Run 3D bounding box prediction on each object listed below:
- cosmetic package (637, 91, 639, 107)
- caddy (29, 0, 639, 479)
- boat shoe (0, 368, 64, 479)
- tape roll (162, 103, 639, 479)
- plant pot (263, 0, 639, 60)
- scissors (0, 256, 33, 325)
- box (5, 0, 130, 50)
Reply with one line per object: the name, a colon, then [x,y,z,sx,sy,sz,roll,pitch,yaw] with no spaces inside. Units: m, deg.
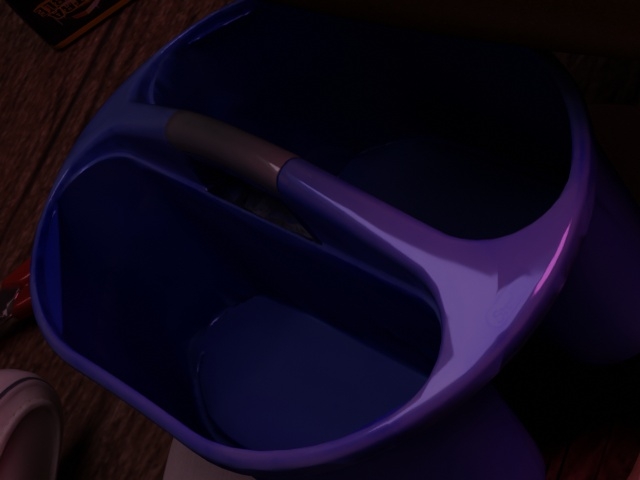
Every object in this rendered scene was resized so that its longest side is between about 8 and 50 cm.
cosmetic package: [0.265,-0.140,0.831,0.239,0.060,0.099,-34,34,49]
caddy: [0.000,0.000,0.799,0.341,0.179,0.241,25,74,48]
boat shoe: [-0.197,0.204,0.969,0.088,0.096,0.267,0,59,35]
tape roll: [0.088,0.104,0.830,0.392,0.072,0.392,-23,45,25]
plant pot: [0.103,-0.229,0.673,0.366,0.353,0.366,-160,90,-87]
scissors: [-0.223,0.041,1.166,0.297,0.021,0.109,-29,47,12]
box: [-0.130,-0.337,1.375,0.322,0.079,0.257,-32,40,15]
